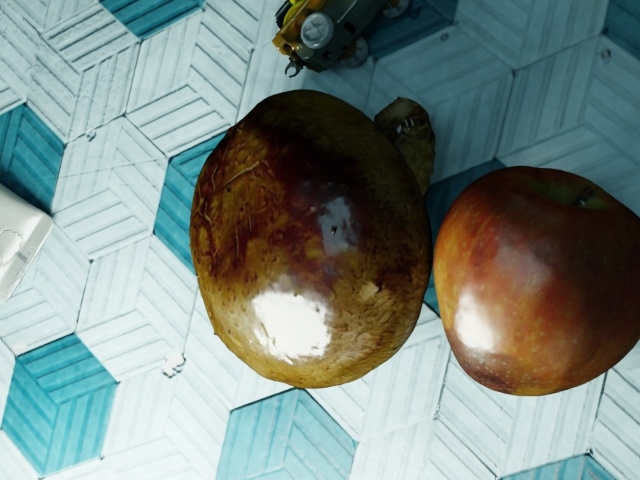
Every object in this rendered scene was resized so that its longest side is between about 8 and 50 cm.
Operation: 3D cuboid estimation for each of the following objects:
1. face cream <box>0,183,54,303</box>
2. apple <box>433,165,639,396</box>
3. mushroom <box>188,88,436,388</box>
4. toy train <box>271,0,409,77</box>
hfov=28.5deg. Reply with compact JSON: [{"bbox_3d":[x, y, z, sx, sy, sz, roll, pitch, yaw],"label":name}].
[{"bbox_3d":[-0.508,-0.061,1.732,0.314,0.089,0.143,39,102,19],"label":"face cream"},{"bbox_3d":[0.213,0.044,1.245,0.229,0.230,0.230,-4,82,28],"label":"apple"},{"bbox_3d":[-0.022,-0.002,1.372,0.239,0.345,0.345,21,96,-14],"label":"mushroom"},{"bbox_3d":[0.020,-0.287,1.466,0.219,0.089,0.127,-49,54,16],"label":"toy train"}]
